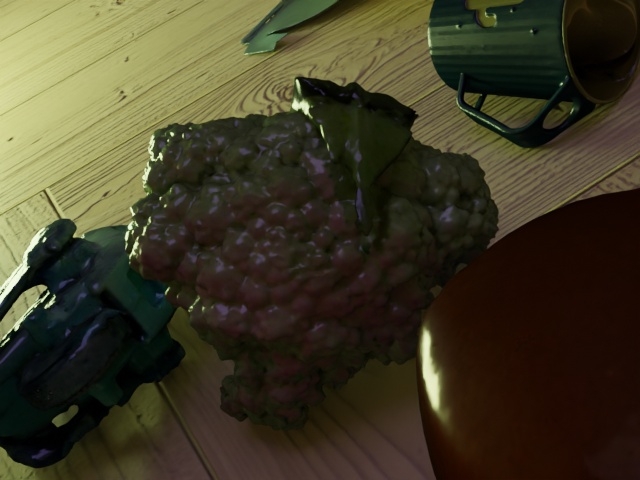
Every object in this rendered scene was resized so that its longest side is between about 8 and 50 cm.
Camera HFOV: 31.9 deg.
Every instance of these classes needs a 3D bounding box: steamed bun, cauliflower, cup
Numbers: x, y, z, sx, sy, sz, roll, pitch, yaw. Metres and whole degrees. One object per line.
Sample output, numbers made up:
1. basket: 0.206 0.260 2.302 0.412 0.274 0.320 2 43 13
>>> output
1. steamed bun: 0.228 0.114 0.481 0.379 0.235 0.248 -5 34 25
2. cauliflower: 0.000 0.000 0.835 0.256 0.238 0.315 -24 -6 -1
3. cup: 0.181 -0.169 0.998 0.155 0.131 0.176 8 72 45

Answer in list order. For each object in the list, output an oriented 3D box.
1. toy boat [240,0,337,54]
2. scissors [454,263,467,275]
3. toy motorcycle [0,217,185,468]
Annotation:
1. toy boat: 0.003 -0.326 1.354 0.221 0.067 0.291 19 57 44
2. scissors: 0.120 0.043 0.832 0.109 0.022 0.300 -22 34 -2
3. toy motorcycle: -0.189 0.059 0.907 0.206 0.154 0.260 -29 19 38
